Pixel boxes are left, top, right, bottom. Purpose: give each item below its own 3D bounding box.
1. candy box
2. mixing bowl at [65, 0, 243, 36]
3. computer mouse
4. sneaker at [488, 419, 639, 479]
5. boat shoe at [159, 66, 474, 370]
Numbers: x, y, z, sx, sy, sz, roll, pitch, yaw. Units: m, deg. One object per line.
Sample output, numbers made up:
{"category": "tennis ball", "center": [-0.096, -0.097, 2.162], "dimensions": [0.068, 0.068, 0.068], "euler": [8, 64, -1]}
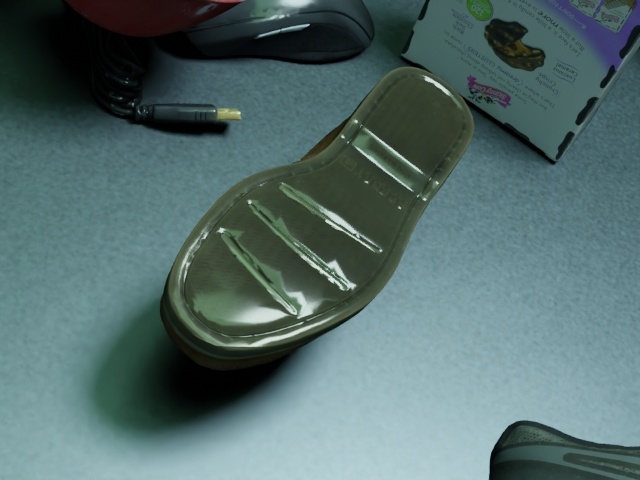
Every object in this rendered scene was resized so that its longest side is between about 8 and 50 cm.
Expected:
{"category": "candy box", "center": [0.177, -0.188, 0.971], "dimensions": [0.165, 0.196, 0.070], "euler": [36, 47, 10]}
{"category": "mixing bowl", "center": [-0.132, -0.212, 0.862], "dimensions": [0.181, 0.098, 0.181], "euler": [26, 43, -28]}
{"category": "computer mouse", "center": [-0.063, -0.167, 0.952], "dimensions": [0.262, 0.060, 0.184], "euler": [1, 51, -21]}
{"category": "sneaker", "center": [0.321, 0.169, 0.713], "dimensions": [0.483, 0.185, 0.202], "euler": [5, 45, -8]}
{"category": "boat shoe", "center": [0.000, 0.000, 0.810], "dimensions": [0.111, 0.104, 0.307], "euler": [45, 48, 6]}
